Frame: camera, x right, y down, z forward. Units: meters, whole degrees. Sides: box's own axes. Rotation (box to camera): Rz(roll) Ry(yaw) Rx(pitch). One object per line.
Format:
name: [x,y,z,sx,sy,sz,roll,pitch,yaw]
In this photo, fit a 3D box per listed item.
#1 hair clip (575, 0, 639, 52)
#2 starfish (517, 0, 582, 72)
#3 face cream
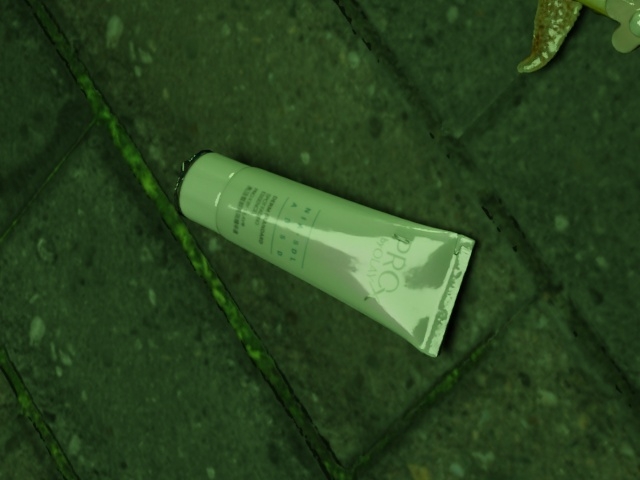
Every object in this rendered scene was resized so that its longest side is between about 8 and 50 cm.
hair clip: [0.240,-0.120,1.192,0.214,0.056,0.062,35,121,24]
starfish: [0.151,-0.265,1.271,0.231,0.048,0.295,29,117,21]
face cream: [0.000,0.000,1.423,0.244,0.058,0.092,24,105,29]
